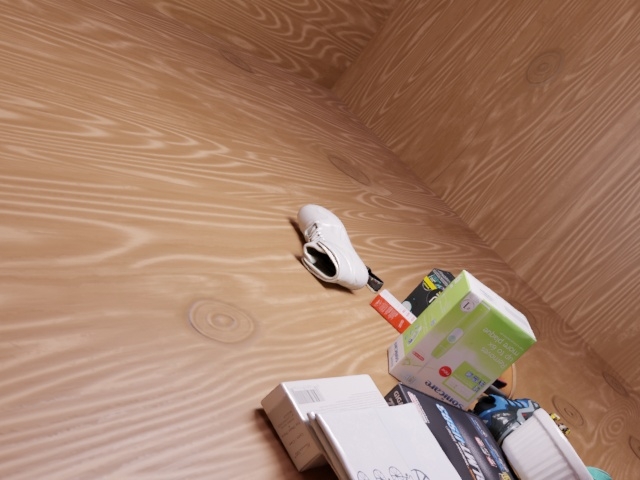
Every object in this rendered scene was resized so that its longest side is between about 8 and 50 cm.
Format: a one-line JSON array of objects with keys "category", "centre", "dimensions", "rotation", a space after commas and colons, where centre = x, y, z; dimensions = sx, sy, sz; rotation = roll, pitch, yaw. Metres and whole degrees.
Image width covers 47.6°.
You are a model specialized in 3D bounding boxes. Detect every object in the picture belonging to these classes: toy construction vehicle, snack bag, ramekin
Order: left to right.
[{"category": "snack bag", "centre": [0.159, 0.409, 1.209], "dimensions": [0.343, 0.037, 0.323], "rotation": [14, 35, -52]}, {"category": "ramekin", "centre": [0.507, 0.517, 1.590], "dimensions": [0.272, 0.127, 0.273], "rotation": [59, 3, -6]}, {"category": "toy construction vehicle", "centre": [0.699, 0.548, 2.171], "dimensions": [0.086, 0.035, 0.098], "rotation": [41, 12, 37]}]

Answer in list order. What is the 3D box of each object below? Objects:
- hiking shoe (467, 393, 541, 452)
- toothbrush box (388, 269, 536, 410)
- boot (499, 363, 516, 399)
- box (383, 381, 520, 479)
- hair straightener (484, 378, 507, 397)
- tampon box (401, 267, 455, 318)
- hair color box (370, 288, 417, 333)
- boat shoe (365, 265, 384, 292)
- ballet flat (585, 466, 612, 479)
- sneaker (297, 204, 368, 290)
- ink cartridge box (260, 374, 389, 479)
[{"category": "hiking shoe", "centre": [0.472, 0.433, 1.850], "dimensions": [0.132, 0.113, 0.304], "rotation": [40, 13, 20]}, {"category": "toothbrush box", "centre": [0.327, 0.247, 1.714], "dimensions": [0.206, 0.283, 0.122], "rotation": [38, 20, -10]}, {"category": "boot", "centre": [0.420, 0.323, 1.994], "dimensions": [0.220, 0.109, 0.283], "rotation": [-6, 86, -37]}, {"category": "box", "centre": [0.290, 0.458, 1.503], "dimensions": [0.293, 0.073, 0.295], "rotation": [30, 21, -33]}, {"category": "hair straightener", "centre": [0.398, 0.368, 1.910], "dimensions": [0.230, 0.047, 0.089], "rotation": [32, 44, -18]}, {"category": "tampon box", "centre": [0.330, 0.179, 2.070], "dimensions": [0.101, 0.161, 0.120], "rotation": [16, 29, -52]}, {"category": "hair color box", "centre": [0.206, 0.199, 1.966], "dimensions": [0.141, 0.043, 0.072], "rotation": [43, 18, 9]}, {"category": "boat shoe", "centre": [0.127, 0.090, 2.066], "dimensions": [0.133, 0.042, 0.049], "rotation": [46, 21, 20]}, {"category": "ballet flat", "centre": [0.675, 0.625, 1.891], "dimensions": [0.247, 0.083, 0.087], "rotation": [31, 45, -26]}, {"category": "sneaker", "centre": [0.000, 0.000, 1.915], "dimensions": [0.292, 0.108, 0.169], "rotation": [53, 19, 28]}, {"category": "ink cartridge box", "centre": [0.062, 0.362, 1.273], "dimensions": [0.296, 0.066, 0.261], "rotation": [11, 38, -56]}]
